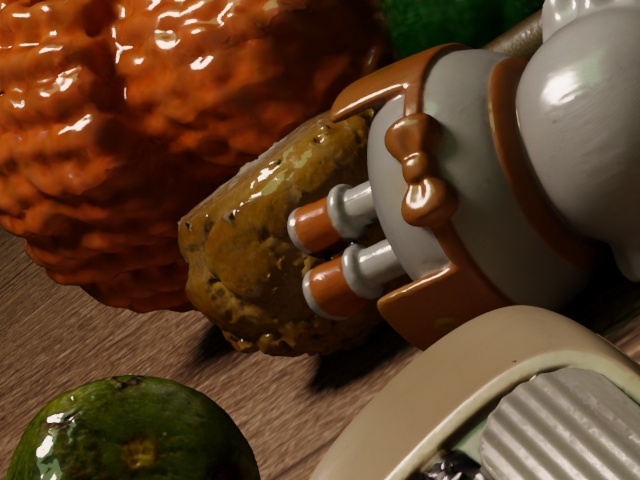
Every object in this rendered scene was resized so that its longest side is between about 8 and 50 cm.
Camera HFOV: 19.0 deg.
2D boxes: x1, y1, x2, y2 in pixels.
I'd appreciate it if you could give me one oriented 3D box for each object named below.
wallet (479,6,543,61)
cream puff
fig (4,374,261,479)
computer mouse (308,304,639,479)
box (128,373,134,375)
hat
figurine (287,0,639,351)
[{"bbox_3d":[0.131,-0.079,0.908,0.198,0.110,0.031,-32,51,44],"label":"wallet"},{"bbox_3d":[0.000,0.000,1.029,0.150,0.115,0.165,-39,4,-7],"label":"cream puff"},{"bbox_3d":[-0.091,0.142,0.901,0.123,0.123,0.156,-54,-12,-35],"label":"fig"},{"bbox_3d":[0.056,0.092,0.669,0.145,0.082,0.236,-44,13,2],"label":"computer mouse"},{"bbox_3d":[-0.180,0.181,1.197,0.122,0.032,0.220,-38,16,29],"label":"box"},{"bbox_3d":[-0.026,-0.090,1.162,0.400,0.285,0.285,-5,40,48],"label":"hat"},{"bbox_3d":[0.094,-0.035,0.821,0.271,0.143,0.143,-31,19,49],"label":"figurine"}]
